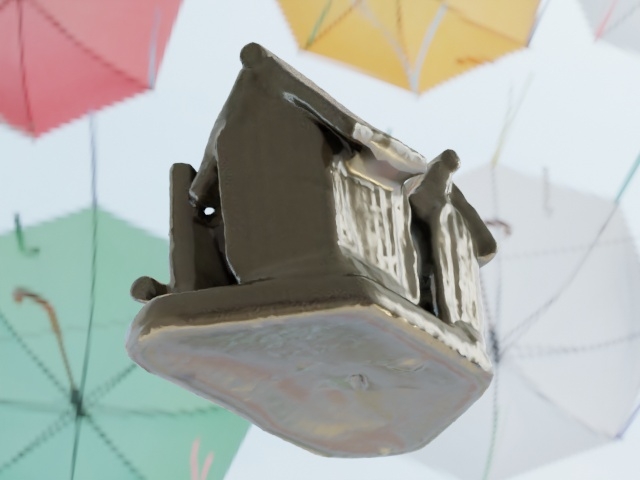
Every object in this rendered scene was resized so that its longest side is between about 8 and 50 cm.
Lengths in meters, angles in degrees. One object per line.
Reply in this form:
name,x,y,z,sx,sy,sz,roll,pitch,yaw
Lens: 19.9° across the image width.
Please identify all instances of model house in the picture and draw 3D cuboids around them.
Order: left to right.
model house,0.005,0.003,0.987,0.229,0.122,0.188,29,-126,-44
